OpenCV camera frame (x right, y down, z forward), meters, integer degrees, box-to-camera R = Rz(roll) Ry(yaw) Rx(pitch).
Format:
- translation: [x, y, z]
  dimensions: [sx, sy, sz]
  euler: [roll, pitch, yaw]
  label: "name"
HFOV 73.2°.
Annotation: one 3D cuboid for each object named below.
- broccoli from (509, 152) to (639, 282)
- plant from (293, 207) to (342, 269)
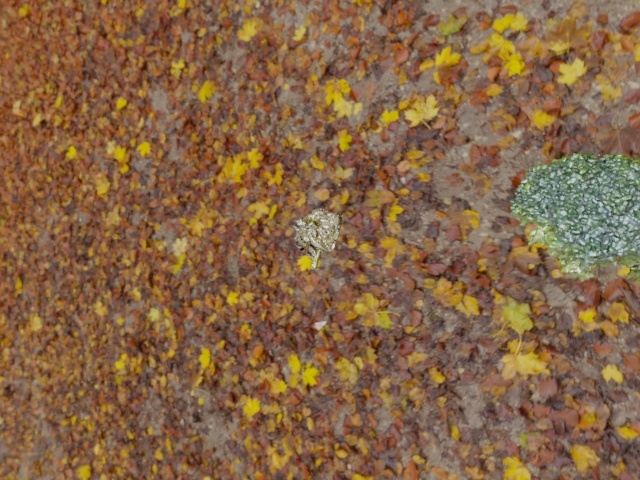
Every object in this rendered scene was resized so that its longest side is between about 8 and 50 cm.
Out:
- translation: [0.631, -0.043, 0.926]
  dimensions: [0.338, 0.317, 0.277]
  euler: [-22, 52, 41]
  label: "broccoli"
- translation: [0.000, 0.000, 0.908]
  dimensions: [0.104, 0.116, 0.122]
  euler: [17, 126, 28]
  label: "plant"
